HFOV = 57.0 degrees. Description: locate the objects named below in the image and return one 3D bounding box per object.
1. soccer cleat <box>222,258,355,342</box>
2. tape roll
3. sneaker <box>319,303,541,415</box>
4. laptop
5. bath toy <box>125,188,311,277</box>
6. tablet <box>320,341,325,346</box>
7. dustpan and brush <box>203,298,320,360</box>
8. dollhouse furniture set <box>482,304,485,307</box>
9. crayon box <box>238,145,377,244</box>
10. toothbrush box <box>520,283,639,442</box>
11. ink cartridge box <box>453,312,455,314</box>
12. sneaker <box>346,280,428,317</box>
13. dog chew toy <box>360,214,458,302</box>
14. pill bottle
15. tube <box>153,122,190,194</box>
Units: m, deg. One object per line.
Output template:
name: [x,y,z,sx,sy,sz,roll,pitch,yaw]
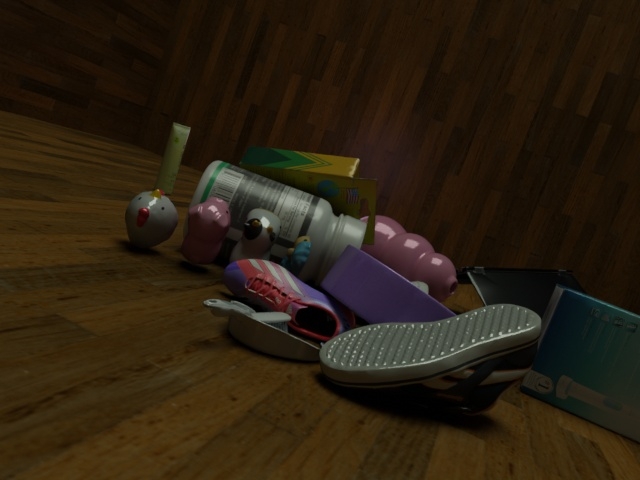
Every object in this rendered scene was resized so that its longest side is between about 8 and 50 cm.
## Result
soccer cleat: [-0.059,0.097,0.967,0.248,0.083,0.095,26,8,14]
tape roll: [0.135,0.120,1.010,0.274,0.090,0.275,36,-1,1]
sneaker: [0.157,0.181,0.814,0.321,0.128,0.126,-7,22,-13]
laptop: [0.530,0.198,1.636,0.381,0.236,0.408,4,-12,-24]
bath toy: [-0.195,-0.011,1.098,0.348,0.151,0.129,18,-9,-5]
tablet: [0.031,0.177,0.892,0.054,0.006,0.083,20,7,-13]
dustpan and brush: [-0.091,0.111,0.803,0.147,0.060,0.211,25,7,33]
dollhouse furniture set: [0.669,0.223,1.874,0.242,0.161,0.212,20,6,-5]
crayon box: [-0.020,-0.103,1.389,0.318,0.202,0.081,9,44,11]
toothbrush box: [0.560,0.239,1.123,0.295,0.216,0.126,22,6,15]
ink cartridge box: [0.372,0.222,1.463,0.179,0.045,0.145,16,8,-19]
sneaker: [0.141,0.120,1.289,0.169,0.108,0.292,24,8,4]
dog chew toy: [0.205,0.061,1.526,0.331,0.207,0.206,24,7,38]
pill bottle: [-0.097,-0.022,1.290,0.361,0.204,0.204,21,6,-1]
tube: [-0.503,-0.276,1.998,0.062,0.240,0.070,16,6,-18]
